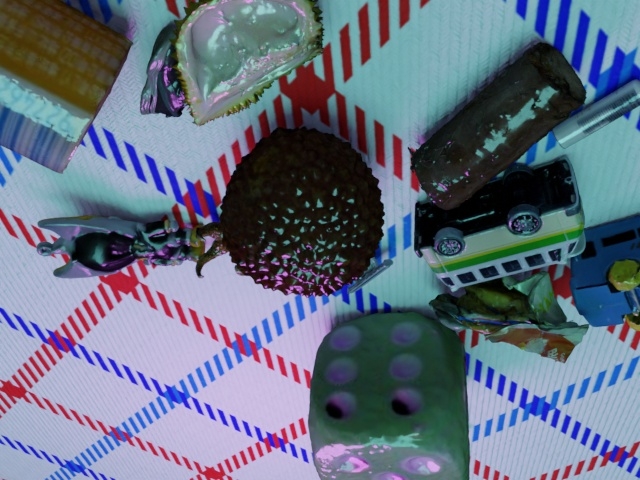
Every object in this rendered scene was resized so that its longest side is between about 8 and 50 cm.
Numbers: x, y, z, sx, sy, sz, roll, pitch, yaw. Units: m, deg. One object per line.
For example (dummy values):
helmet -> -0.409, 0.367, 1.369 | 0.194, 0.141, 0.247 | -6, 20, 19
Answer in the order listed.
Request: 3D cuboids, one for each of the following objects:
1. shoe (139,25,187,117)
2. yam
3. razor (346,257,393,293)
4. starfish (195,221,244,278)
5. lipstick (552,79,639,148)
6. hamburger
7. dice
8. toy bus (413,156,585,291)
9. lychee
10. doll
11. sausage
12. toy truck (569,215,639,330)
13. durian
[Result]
shoe -> -0.220, -0.250, 1.040 | 0.099, 0.071, 0.169 | 17, 140, -14
yam -> 0.259, -0.164, 1.022 | 0.131, 0.131, 0.279 | 30, 132, -22
razor -> 0.001, -0.008, 1.279 | 0.278, 0.056, 0.111 | 37, 128, -18
starfish -> -0.169, -0.004, 1.270 | 0.146, 0.074, 0.190 | 6, 138, -21
lipstick -> 0.427, -0.192, 1.027 | 0.141, 0.040, 0.040 | -32, 124, 33
hamburger -> 0.349, 0.120, 1.278 | 0.276, 0.150, 0.260 | 17, 179, 6
dice -> 0.157, 0.362, 1.441 | 0.318, 0.322, 0.330 | -4, 134, 12
toy bus -> 0.313, -0.020, 1.157 | 0.276, 0.134, 0.165 | -16, 131, 25
lychee -> -0.030, -0.042, 1.086 | 0.304, 0.276, 0.276 | 31, 159, 48
doll -> -0.385, 0.006, 1.302 | 0.316, 0.103, 0.145 | 0, 161, -6
sausage -> -0.445, -0.253, 0.950 | 0.287, 0.233, 0.233 | 26, 134, -19
toy truck -> 0.627, 0.034, 1.149 | 0.385, 0.162, 0.161 | -19, 131, 26
durian -> -0.105, -0.288, 0.932 | 0.249, 0.138, 0.183 | -26, 127, 27
